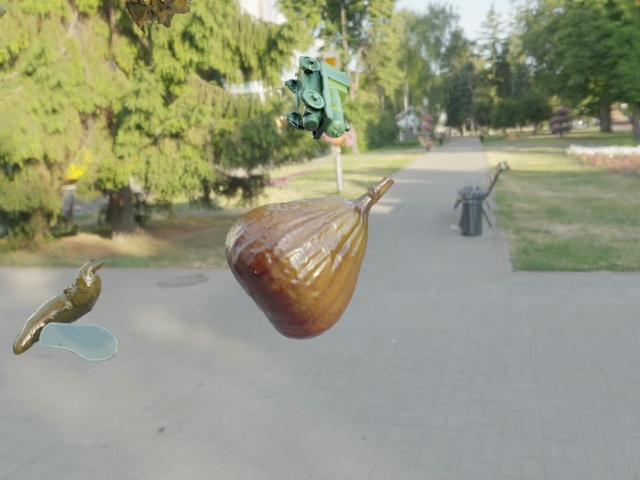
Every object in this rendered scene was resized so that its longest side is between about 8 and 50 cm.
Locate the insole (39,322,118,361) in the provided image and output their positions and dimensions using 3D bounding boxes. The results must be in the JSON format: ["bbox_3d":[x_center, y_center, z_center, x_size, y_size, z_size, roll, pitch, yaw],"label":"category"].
[{"bbox_3d":[-0.534,0.217,1.314,0.232,0.080,0.003,6,-23,25],"label":"insole"}]

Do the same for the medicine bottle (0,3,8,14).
[{"bbox_3d":[-0.708,-0.509,1.166,0.052,0.171,0.201,-45,25,-4],"label":"medicine bottle"}]

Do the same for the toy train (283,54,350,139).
[{"bbox_3d":[0.001,-0.280,1.182,0.132,0.200,0.083,16,-42,-25],"label":"toy train"}]

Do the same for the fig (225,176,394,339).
[{"bbox_3d":[-0.014,0.004,0.515,0.119,0.119,0.153,6,53,42],"label":"fig"}]

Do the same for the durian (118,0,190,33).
[{"bbox_3d":[-0.132,-0.286,0.557,0.079,0.140,0.224,5,54,-5],"label":"durian"}]

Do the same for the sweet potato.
[{"bbox_3d":[-0.671,0.175,1.570,0.310,0.098,0.124,-43,-8,-4],"label":"sweet potato"}]
